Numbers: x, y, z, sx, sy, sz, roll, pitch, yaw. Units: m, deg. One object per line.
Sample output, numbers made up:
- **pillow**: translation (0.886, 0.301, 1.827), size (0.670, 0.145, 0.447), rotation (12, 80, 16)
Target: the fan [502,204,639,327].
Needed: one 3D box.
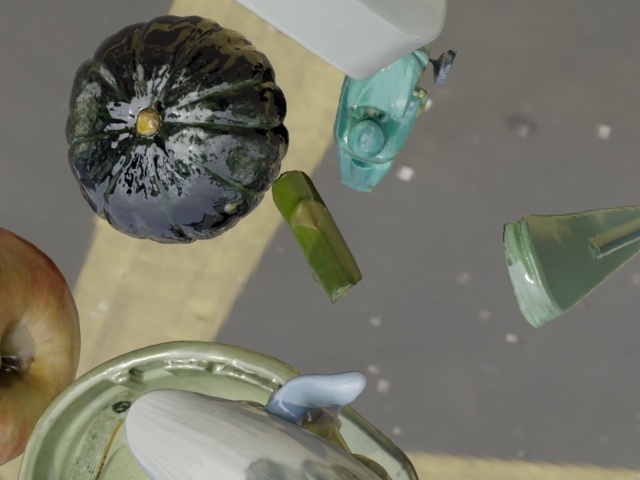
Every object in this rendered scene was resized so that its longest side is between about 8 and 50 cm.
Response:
- **fan**: translation (0.118, -0.004, 0.639), size (0.016, 0.038, 0.193), rotation (-18, 180, 32)

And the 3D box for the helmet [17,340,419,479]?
- **helmet**: translation (-0.047, 0.178, 1.025), size (0.257, 0.204, 0.137), rotation (21, 173, 21)

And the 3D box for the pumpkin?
- **pumpkin**: translation (-0.137, -0.105, 1.567), size (0.220, 0.220, 0.162), rotation (13, -178, 14)

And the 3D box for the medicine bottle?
- **medicine bottle**: translation (-0.043, -0.226, 1.029), size (0.111, 0.161, 0.296), rotation (-29, 141, 31)

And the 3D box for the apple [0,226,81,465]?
- **apple**: translation (-0.288, 0.084, 1.256), size (0.164, 0.209, 0.209), rotation (5, 151, 33)

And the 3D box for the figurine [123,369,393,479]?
- **figurine**: translation (0.000, 0.134, 0.756), size (0.208, 0.128, 0.184), rotation (36, 169, -5)

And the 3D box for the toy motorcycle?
- **toy motorcycle**: translation (0.072, -0.154, 1.730), size (0.109, 0.198, 0.296), rotation (18, 155, 3)

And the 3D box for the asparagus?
- **asparagus**: translation (0.000, 0.000, 1.412), size (0.041, 0.178, 0.045), rotation (0, 124, -21)
